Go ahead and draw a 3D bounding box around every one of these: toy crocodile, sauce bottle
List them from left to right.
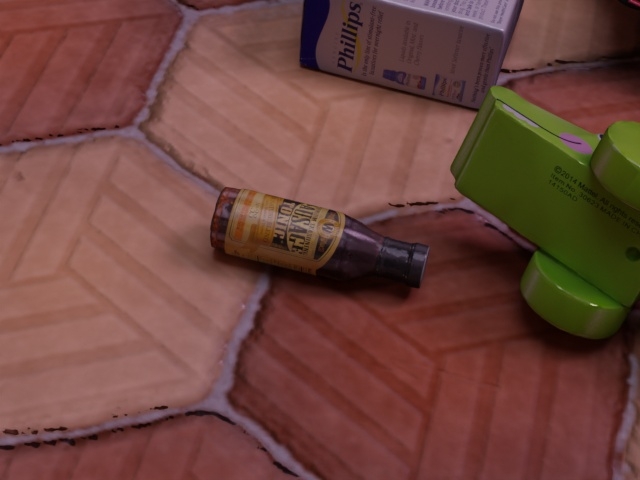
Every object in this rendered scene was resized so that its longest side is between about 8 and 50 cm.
[{"bbox_3d":[0.000,0.000,0.906,0.128,0.042,0.042,12,45,6],"label":"sauce bottle"},{"bbox_3d":[0.226,0.019,0.868,0.340,0.115,0.105,31,29,20],"label":"toy crocodile"}]

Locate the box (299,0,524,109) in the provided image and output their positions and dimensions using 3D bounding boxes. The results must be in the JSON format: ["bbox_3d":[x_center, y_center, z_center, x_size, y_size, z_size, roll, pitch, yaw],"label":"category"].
[{"bbox_3d":[0.068,-0.168,1.063,0.137,0.072,0.126,16,45,7],"label":"box"}]

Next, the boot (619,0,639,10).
[{"bbox_3d":[0.208,-0.229,1.097,0.236,0.085,0.178,11,30,13],"label":"boot"}]
